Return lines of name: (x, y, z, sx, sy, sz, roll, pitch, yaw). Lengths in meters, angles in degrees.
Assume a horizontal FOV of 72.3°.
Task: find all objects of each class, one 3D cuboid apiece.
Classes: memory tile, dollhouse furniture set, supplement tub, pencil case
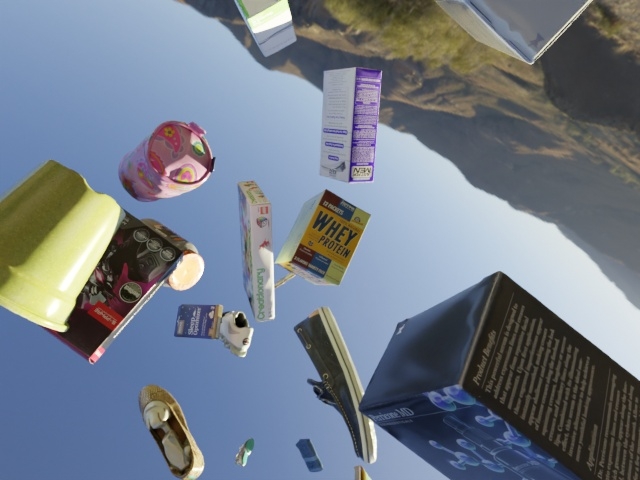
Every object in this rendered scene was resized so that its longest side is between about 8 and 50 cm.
memory tile: (-0.121, 0.125, 1.324, 0.012, 0.113, 0.148, 57, 177, 0)
dollhouse furniture set: (0.106, 0.529, 0.874, 0.076, 0.058, 0.152, 56, -158, -27)
supplement tub: (-0.606, 0.054, 1.692, 0.315, 0.194, 0.193, 29, -164, 32)
pencil case: (-0.303, -0.144, 0.842, 0.124, 0.124, 0.284, 21, 166, -32)

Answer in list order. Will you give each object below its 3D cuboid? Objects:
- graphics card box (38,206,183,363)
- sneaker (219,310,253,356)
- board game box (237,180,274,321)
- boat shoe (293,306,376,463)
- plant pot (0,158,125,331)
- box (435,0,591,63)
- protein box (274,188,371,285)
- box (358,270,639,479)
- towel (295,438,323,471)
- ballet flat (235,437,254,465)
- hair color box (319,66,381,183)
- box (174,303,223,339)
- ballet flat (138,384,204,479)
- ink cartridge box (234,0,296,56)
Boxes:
graphics card box: (-0.586, 0.114, 1.207, 0.232, 0.094, 0.371, 36, -119, -1)
sneaker: (-0.387, 0.358, 1.896, 0.330, 0.146, 0.122, 27, 180, 45)
board game box: (-0.163, 0.023, 1.103, 0.053, 0.306, 0.193, -7, -156, -17)
boat shoe: (0.046, 0.456, 1.400, 0.187, 0.155, 0.501, 68, 179, -63)
plant pot: (-0.530, -0.005, 0.843, 0.275, 0.254, 0.276, 29, 161, 11)
box: (0.292, -0.405, 0.718, 0.148, 0.121, 0.311, 34, -153, -17)
protein box: (0.000, 0.000, 1.139, 0.135, 0.200, 0.201, 28, 168, -13)
box: (0.319, 0.288, 0.723, 0.395, 0.293, 0.212, 38, -124, -2)
towel: (-0.039, 0.774, 1.576, 0.029, 0.067, 0.120, -23, -92, -54)
ballet flat: (-0.245, 0.673, 1.397, 0.041, 0.041, 0.114, 37, -165, 0)
hair color box: (0.090, -0.364, 1.398, 0.110, 0.339, 0.185, -5, -162, -30)
box: (-0.510, 0.331, 1.792, 0.036, 0.225, 0.137, 36, -126, -61)
ballet flat: (-0.296, 0.369, 0.852, 0.206, 0.073, 0.067, 48, 169, 15)
ink cartridge box: (-0.166, -0.641, 1.159, 0.199, 0.114, 0.273, 62, -176, -2)
